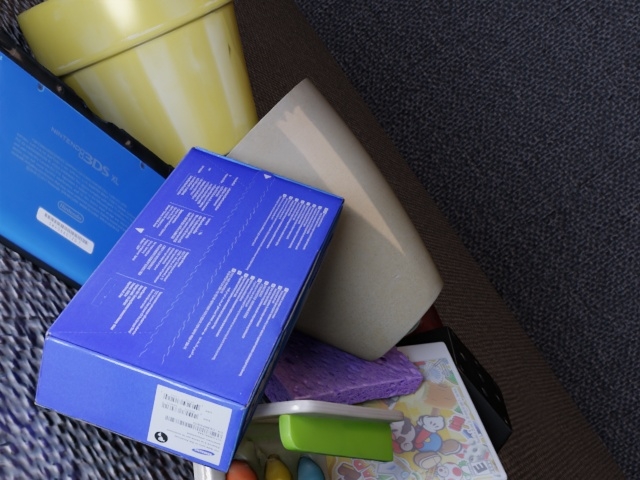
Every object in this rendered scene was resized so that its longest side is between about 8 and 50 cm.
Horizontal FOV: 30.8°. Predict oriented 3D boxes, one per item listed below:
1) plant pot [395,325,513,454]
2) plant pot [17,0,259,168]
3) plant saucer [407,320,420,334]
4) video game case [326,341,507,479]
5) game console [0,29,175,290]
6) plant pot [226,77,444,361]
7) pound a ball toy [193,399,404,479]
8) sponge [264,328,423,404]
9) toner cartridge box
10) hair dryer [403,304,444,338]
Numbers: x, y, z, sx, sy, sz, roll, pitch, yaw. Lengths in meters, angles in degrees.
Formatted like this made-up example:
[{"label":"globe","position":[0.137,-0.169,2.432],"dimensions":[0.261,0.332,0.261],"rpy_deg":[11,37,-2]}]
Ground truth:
[{"label":"plant pot","position":[0.146,0.227,1.548],"dimensions":[0.187,0.167,0.188],"rpy_deg":[50,13,-16]},{"label":"plant pot","position":[-0.191,-0.208,1.380],"dimensions":[0.254,0.254,0.239],"rpy_deg":[-80,147,-72]},{"label":"plant saucer","position":[0.005,0.032,1.653],"dimensions":[0.318,0.043,0.317],"rpy_deg":[29,27,-17]},{"label":"video game case","position":[0.083,0.212,1.360],"dimensions":[0.227,0.206,0.026],"rpy_deg":[-111,-159,-48]},{"label":"game console","position":[-0.288,-0.075,1.140],"dimensions":[0.293,0.173,0.250],"rpy_deg":[40,50,-44]},{"label":"plant pot","position":[0.000,0.000,1.328],"dimensions":[0.274,0.256,0.256],"rpy_deg":[42,14,-3]},{"label":"pound a ball toy","position":[-0.019,0.258,1.056],"dimensions":[0.319,0.136,0.208],"rpy_deg":[22,59,-66]},{"label":"sponge","position":[0.010,0.143,1.343],"dimensions":[0.210,0.031,0.117],"rpy_deg":[-2,35,-43]},{"label":"toner cartridge box","position":[-0.099,0.043,1.024],"dimensions":[0.165,0.075,0.348],"rpy_deg":[21,32,4]},{"label":"hair dryer","position":[0.131,0.137,1.988],"dimensions":[0.293,0.080,0.223],"rpy_deg":[35,38,-39]}]
